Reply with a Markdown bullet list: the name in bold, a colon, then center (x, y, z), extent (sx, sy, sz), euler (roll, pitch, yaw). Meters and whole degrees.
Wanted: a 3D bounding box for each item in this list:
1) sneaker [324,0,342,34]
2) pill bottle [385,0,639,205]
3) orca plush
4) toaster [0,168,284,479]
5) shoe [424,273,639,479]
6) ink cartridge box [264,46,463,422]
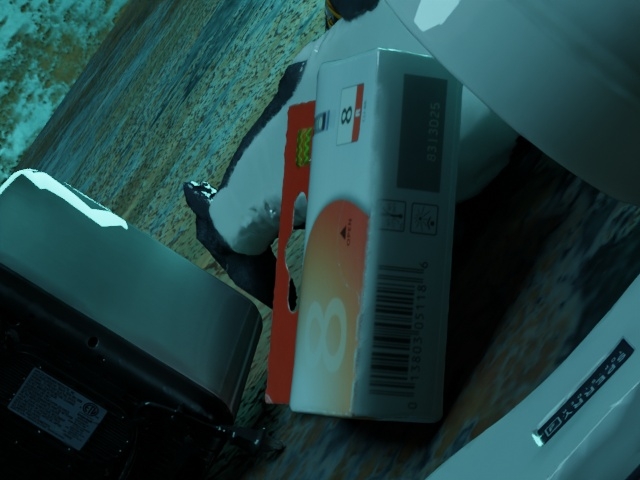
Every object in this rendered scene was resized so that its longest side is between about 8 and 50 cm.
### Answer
- **sneaker**: center (0.036, -0.113, 0.998), extent (0.083, 0.084, 0.215), euler (-60, -18, -10)
- **pill bottle**: center (0.148, -0.147, 0.654), extent (0.265, 0.153, 0.153), euler (-49, 14, 14)
- **orca plush**: center (0.048, -0.043, 0.944), extent (0.287, 0.102, 0.151), euler (-52, 54, 48)
- **toaster**: center (-0.128, 0.079, 0.982), extent (0.168, 0.185, 0.110), euler (-54, 9, 31)
- **shoe**: center (0.077, 0.073, 0.483), extent (0.178, 0.081, 0.063), euler (-47, 14, 10)
- **ink cartridge box**: center (0.000, 0.000, 0.844), extent (0.179, 0.045, 0.145), euler (-4, 81, 64)
